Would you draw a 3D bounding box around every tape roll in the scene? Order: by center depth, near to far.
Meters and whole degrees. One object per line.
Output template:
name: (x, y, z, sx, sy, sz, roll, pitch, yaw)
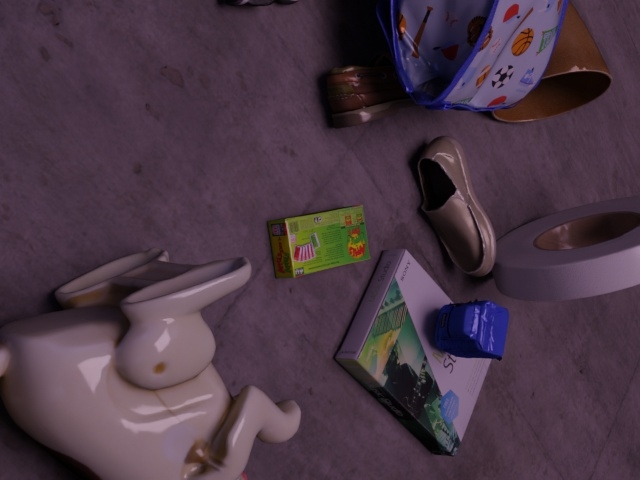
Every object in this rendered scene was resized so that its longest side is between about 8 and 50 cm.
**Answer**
tape roll: (0.514, 0.010, 1.892, 0.392, 0.392, 0.072, -28, 106, -43)

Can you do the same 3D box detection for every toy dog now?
toy dog: (-0.205, 0.255, 1.218, 0.395, 0.285, 0.407, -29, 109, -43)

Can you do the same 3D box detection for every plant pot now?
plant pot: (0.428, -0.396, 1.980, 0.237, 0.237, 0.254, 5, 69, -45)

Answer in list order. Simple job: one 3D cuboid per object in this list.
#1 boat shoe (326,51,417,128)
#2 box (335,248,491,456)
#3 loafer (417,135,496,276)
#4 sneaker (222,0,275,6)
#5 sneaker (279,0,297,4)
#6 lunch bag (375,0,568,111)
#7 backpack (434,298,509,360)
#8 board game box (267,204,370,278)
boat shoe: (0.134, -0.278, 1.728, 0.307, 0.111, 0.104, -24, 105, -44)
box: (0.176, 0.200, 1.766, 0.322, 0.059, 0.232, 45, 56, -32)
loafer: (0.237, -0.054, 1.828, 0.092, 0.102, 0.268, -23, 93, -43)
sneaker: (-0.098, -0.466, 1.536, 0.106, 0.078, 0.234, 5, 87, -48)
sneaker: (0.037, -0.478, 1.622, 0.270, 0.145, 0.090, -45, 118, -38)
lunch bag: (0.263, -0.407, 1.657, 0.328, 0.239, 0.385, -11, 111, -55)
backpack: (0.249, 0.148, 1.723, 0.101, 0.120, 0.097, 28, 68, -30)
board game box: (0.000, 0.000, 1.614, 0.181, 0.043, 0.092, -12, 96, -45)
